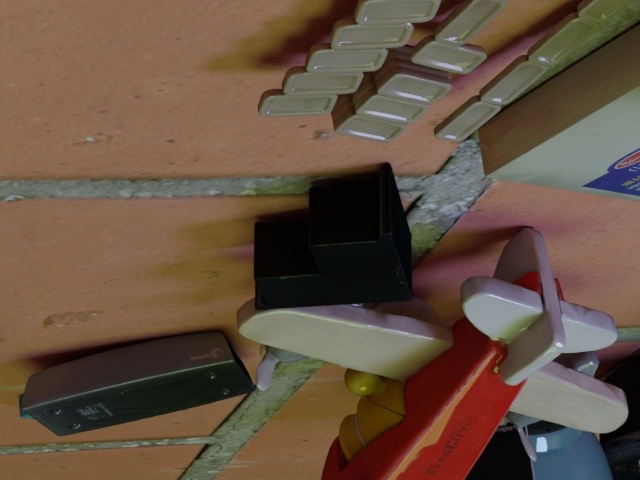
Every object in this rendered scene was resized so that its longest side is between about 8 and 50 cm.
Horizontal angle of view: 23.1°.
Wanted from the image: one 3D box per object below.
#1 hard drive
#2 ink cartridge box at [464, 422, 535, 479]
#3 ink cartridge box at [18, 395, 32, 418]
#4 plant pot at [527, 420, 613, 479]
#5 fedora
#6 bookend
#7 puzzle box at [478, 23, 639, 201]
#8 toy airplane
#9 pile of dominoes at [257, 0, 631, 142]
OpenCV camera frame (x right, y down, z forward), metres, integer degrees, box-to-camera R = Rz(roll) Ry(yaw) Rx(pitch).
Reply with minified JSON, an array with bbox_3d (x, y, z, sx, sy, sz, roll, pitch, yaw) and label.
[{"bbox_3d":[-0.216,0.172,1.880,0.254,0.054,0.172,-13,160,3],"label":"hard drive"},{"bbox_3d":[0.163,0.256,1.871,0.175,0.371,0.069,-9,134,6],"label":"ink cartridge box"},{"bbox_3d":[-0.337,0.203,1.984,0.083,0.028,0.048,-23,155,37],"label":"ink cartridge box"},{"bbox_3d":[0.246,0.293,2.027,0.293,0.196,0.293,1,-158,-1],"label":"plant pot"},{"bbox_3d":[0.510,0.235,2.174,0.334,0.152,0.334,-6,160,-2],"label":"fedora"},{"bbox_3d":[0.000,0.000,1.467,0.157,0.072,0.156,-4,155,10],"label":"bookend"},{"bbox_3d":[0.354,-0.130,1.254,0.272,0.052,0.409,7,156,-34],"label":"puzzle box"},{"bbox_3d":[0.127,0.135,1.681,0.384,0.272,0.386,-22,128,-3],"label":"toy airplane"},{"bbox_3d":[0.089,-0.155,1.153,0.196,0.040,0.251,8,147,-35],"label":"pile of dominoes"}]
